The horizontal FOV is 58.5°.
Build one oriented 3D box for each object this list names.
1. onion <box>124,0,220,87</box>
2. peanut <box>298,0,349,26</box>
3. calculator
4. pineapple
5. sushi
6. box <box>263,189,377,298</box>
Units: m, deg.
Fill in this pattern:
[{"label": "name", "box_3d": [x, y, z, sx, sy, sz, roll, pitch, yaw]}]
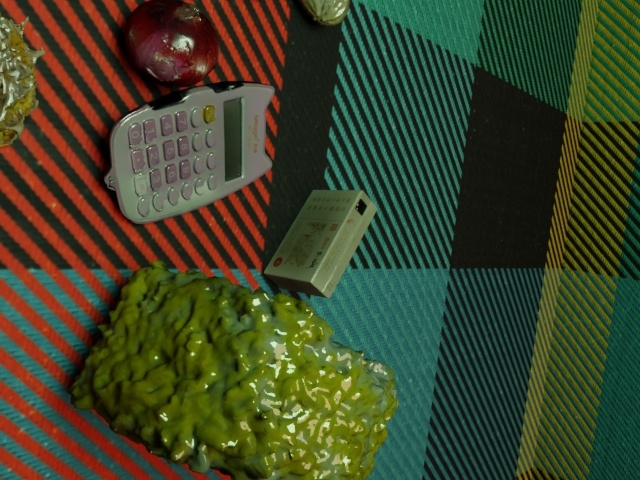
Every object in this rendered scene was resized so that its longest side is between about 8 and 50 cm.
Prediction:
[{"label": "onion", "box_3d": [-0.203, -0.275, 0.795, 0.131, 0.131, 0.131, -11, 105, -45]}, {"label": "peanut", "box_3d": [-0.006, -0.484, 0.994, 0.099, 0.090, 0.214, -14, 108, -14]}, {"label": "calculator", "box_3d": [-0.192, -0.136, 0.860, 0.294, 0.043, 0.194, -28, 137, -38]}, {"label": "pineapple", "box_3d": [-0.407, -0.186, 0.631, 0.225, 0.076, 0.224, -10, 104, -48]}, {"label": "sushi", "box_3d": [-0.102, 0.216, 0.802, 0.351, 0.397, 0.239, 51, 56, -48]}, {"label": "box", "box_3d": [0.000, 0.000, 1.050, 0.058, 0.141, 0.201, 46, 63, -36]}]
